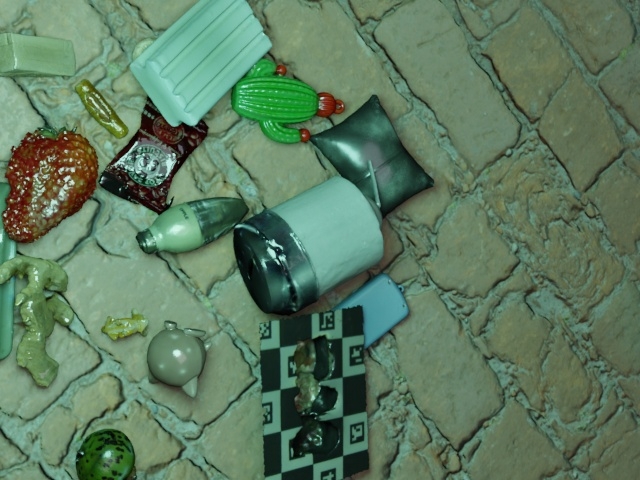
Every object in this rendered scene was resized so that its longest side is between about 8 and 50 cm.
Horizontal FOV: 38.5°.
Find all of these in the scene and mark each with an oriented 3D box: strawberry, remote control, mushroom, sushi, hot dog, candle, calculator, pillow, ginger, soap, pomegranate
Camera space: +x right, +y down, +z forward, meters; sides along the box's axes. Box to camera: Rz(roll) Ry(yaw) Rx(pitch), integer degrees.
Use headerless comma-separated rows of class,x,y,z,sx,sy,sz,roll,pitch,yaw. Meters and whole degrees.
strawberry,-0.495,-0.112,1.726,0.175,0.107,0.235,7,77,-40
remote control,-0.635,0.056,1.712,0.128,0.065,0.335,2,88,-20
mushroom,-0.335,-0.365,1.839,0.084,0.067,0.083,-2,94,-28
sushi,-0.041,0.331,1.931,0.296,0.100,0.372,-7,96,-42
hot dog,-0.435,-0.258,1.819,0.044,0.028,0.137,-39,105,-11
candle,0.000,0.000,1.891,0.343,0.221,0.221,-27,99,-22
calculator,0.106,0.163,2.028,0.210,0.039,0.121,-37,104,-19
pillow,0.114,-0.172,2.001,0.186,0.106,0.249,-37,99,-10
ginger,-0.525,0.146,1.743,0.149,0.065,0.258,-28,112,-46
soap,-0.233,-0.369,1.827,0.265,0.088,0.159,-51,124,-27
pomegranate,-0.404,0.434,1.780,0.122,0.122,0.161,-56,131,-14

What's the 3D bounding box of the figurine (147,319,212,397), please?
figurine,-0.285,0.234,1.828,0.125,0.125,0.138,6,97,-22

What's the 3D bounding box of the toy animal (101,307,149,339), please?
toy animal,-0.384,0.170,1.828,0.083,0.081,0.060,-15,87,-58

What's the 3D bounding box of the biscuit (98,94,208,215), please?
biscuit,-0.328,-0.176,1.842,0.151,0.063,0.235,31,79,-19

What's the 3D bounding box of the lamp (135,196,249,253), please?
lamp,-0.254,-0.033,1.849,0.250,0.101,0.101,-23,98,-27

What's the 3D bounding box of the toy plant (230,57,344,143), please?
toy plant,-0.074,-0.281,1.935,0.240,0.088,0.154,29,77,-21

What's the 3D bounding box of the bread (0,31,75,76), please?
bread,-0.565,-0.352,1.769,0.152,0.105,0.077,-2,89,-54
